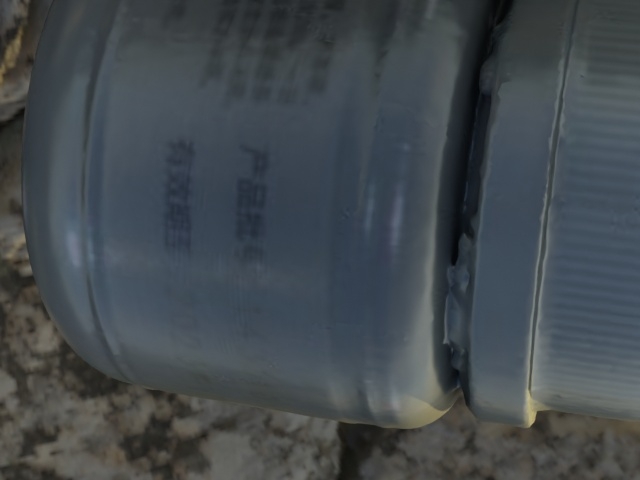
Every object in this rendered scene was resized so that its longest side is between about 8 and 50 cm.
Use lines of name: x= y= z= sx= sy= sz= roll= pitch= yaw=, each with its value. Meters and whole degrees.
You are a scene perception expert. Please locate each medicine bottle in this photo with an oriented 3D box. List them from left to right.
medicine bottle: x=0.044 y=-0.033 z=0.615 sx=0.306 sy=0.245 sz=0.245 roll=8 pitch=127 yaw=14
